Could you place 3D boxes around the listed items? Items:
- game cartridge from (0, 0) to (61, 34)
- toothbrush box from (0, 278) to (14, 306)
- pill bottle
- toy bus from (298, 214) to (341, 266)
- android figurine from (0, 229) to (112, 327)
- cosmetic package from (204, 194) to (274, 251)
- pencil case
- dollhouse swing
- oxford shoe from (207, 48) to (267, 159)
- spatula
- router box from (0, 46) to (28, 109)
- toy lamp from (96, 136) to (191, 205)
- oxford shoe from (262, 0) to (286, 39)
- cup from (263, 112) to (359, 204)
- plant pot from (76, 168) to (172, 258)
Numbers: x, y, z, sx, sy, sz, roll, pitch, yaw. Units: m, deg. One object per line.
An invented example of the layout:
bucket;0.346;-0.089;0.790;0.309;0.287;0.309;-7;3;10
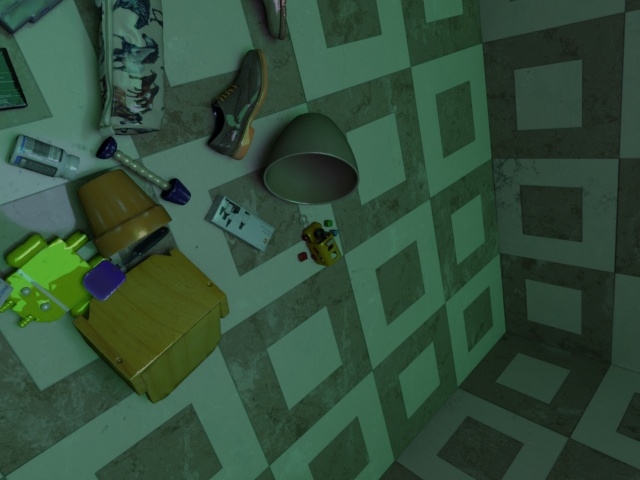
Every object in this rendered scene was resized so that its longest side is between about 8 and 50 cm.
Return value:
game cartridge;-0.683;-0.683;0.973;0.355;0.068;0.230;-55;132;-19
toothbrush box;-0.846;0.101;0.869;0.122;0.206;0.283;-26;123;10
pill bottle;-0.689;-0.204;1.048;0.137;0.078;0.078;21;85;-42
toy bus;0.008;0.006;1.689;0.202;0.104;0.190;10;92;-43
android figurine;-0.706;0.105;1.111;0.273;0.056;0.248;-48;126;-26
cosmetic package;-0.275;-0.056;1.455;0.239;0.060;0.098;34;77;-40
pencil case;-0.505;-0.474;1.098;0.183;0.160;0.410;-12;107;-59
dollhouse swing;-0.500;0.275;1.300;0.315;0.305;0.347;43;55;4
oxford shoe;-0.267;-0.452;1.343;0.133;0.130;0.363;13;90;-36
spatula;-0.547;0.048;1.210;0.084;0.030;0.296;42;46;-6
router box;-0.791;-0.358;0.948;0.179;0.046;0.133;-24;113;-36
toy lamp;-0.502;-0.191;1.216;0.275;0.080;0.080;35;75;-40
oxford shoe;-0.200;-0.855;1.346;0.147;0.140;0.396;-14;116;-6
cup;-0.031;-0.308;1.485;0.331;0.331;0.236;23;57;-42
plant pot;-0.546;-0.082;1.136;0.205;0.205;0.188;-38;105;-30
